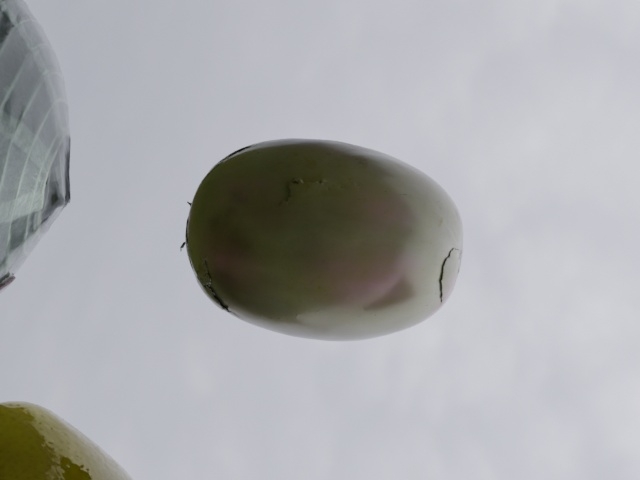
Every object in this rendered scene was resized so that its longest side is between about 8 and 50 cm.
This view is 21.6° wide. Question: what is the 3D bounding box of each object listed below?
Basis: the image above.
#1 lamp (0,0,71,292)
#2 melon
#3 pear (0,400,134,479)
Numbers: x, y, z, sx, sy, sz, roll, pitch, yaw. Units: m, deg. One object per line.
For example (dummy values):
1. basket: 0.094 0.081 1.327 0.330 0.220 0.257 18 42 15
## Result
1. lamp: -0.277 -0.061 1.117 0.233 0.233 0.265 -8 -121 60
2. melon: 0.000 0.000 1.851 0.223 0.317 0.223 9 90 -78
3. pear: -0.278 0.353 1.828 0.191 0.340 0.386 -24 -95 28
